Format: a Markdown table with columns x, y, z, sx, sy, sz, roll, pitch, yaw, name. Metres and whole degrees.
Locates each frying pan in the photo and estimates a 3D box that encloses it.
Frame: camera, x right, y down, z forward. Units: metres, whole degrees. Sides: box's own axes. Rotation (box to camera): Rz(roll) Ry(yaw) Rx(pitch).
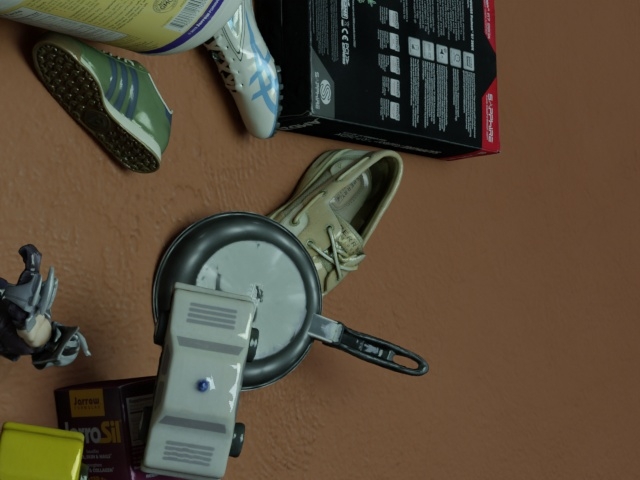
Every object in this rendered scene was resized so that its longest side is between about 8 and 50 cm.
| x | y | z | sx | sy | sz | roll | pitch | yaw | name |
| --- | --- | --- | --- | --- | --- | --- | --- | --- | --- |
| -0.039 | 0.108 | 1.865 | 0.326 | 0.053 | 0.197 | 43 | 72 | -14 | frying pan |

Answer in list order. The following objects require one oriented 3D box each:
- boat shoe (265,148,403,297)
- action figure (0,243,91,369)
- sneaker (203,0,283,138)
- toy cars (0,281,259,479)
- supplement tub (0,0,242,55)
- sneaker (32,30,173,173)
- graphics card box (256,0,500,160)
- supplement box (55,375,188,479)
| x | y | z | sx | sy | sz | roll | pitch | yaw | name |
| --- | --- | --- | --- | --- | --- | --- | --- | --- | --- |
| 0.000 | 0.000 | 1.961 | 0.109 | 0.098 | 0.302 | 57 | 49 | -27 | boat shoe |
| -0.320 | 0.034 | 1.544 | 0.285 | 0.185 | 0.099 | 36 | 60 | -27 | action figure |
| -0.103 | -0.223 | 1.904 | 0.086 | 0.085 | 0.237 | -21 | 106 | -21 | sneaker |
| -0.193 | 0.202 | 1.597 | 0.394 | 0.087 | 0.176 | -40 | 95 | -9 | toy cars |
| -0.244 | -0.320 | 1.625 | 0.331 | 0.241 | 0.241 | 10 | 77 | -47 | supplement tub |
| -0.220 | -0.162 | 1.770 | 0.192 | 0.064 | 0.086 | 50 | 43 | -32 | sneaker |
| 0.077 | -0.232 | 2.088 | 0.371 | 0.094 | 0.232 | 6 | 81 | -49 | graphics card box |
| -0.194 | 0.233 | 1.704 | 0.081 | 0.104 | 0.188 | -6 | 89 | -48 | supplement box |
